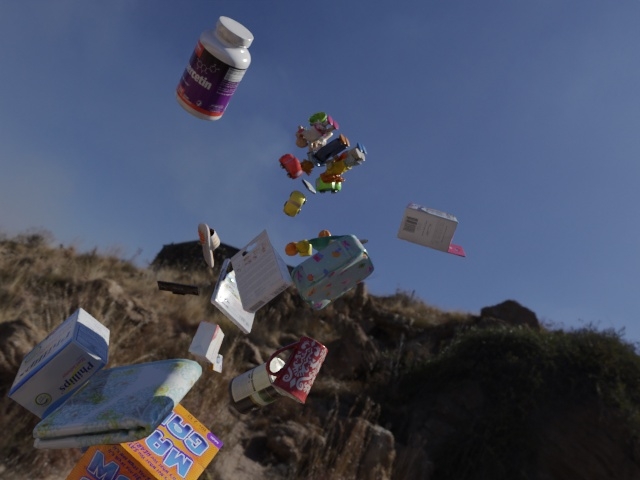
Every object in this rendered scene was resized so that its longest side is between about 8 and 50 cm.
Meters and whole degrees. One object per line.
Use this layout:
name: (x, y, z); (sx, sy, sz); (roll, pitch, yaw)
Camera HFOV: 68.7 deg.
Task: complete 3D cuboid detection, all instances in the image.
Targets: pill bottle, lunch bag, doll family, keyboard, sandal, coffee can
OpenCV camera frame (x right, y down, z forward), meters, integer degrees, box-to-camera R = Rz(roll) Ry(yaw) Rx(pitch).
pill bottle: (-0.361, -0.587, 1.609); (0.181, 0.181, 0.323); (34, -58, -8)
lunch bag: (0.042, 0.115, 1.615); (0.108, 0.279, 0.224); (57, 1, 30)
doll family: (0.026, -0.251, 1.430); (0.163, 0.118, 0.263); (-29, -35, 26)
keyboard: (-0.628, 0.213, 2.077); (0.180, 0.023, 0.108); (10, -34, -5)
sandal: (-0.528, 0.013, 2.255); (0.102, 0.076, 0.265); (42, -36, 36)
coffee can: (-0.310, 0.758, 2.438); (0.275, 0.201, 0.201); (-30, -52, 18)

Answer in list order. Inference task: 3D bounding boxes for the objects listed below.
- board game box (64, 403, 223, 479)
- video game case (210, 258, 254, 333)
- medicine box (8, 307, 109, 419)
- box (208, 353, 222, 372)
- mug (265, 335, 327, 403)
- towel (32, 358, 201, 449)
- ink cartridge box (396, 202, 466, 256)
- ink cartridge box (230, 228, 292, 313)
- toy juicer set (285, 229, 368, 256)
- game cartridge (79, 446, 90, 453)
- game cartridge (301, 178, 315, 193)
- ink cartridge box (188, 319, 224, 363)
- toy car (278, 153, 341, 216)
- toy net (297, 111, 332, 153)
board game box: (-0.665, 0.854, 1.759); (0.356, 0.356, 0.356); (40, 13, 5)
video game case: (-0.324, 0.216, 1.817); (0.026, 0.206, 0.227); (-17, -49, 25)
medicine box: (-0.892, 0.416, 1.626); (0.149, 0.263, 0.289); (50, -8, -24)
box: (-0.497, 0.581, 2.222); (0.028, 0.081, 0.136); (-1, -23, 4)
mug: (-0.065, 0.369, 1.379); (0.113, 0.169, 0.150); (9, -31, 43)
towel: (-0.571, 0.468, 1.351); (0.374, 0.320, 0.090); (-11, -76, 12)
ink cartridge box: (0.464, -0.049, 1.888); (0.272, 0.130, 0.309); (18, 11, 10)
ink cartridge box: (-0.201, 0.101, 1.550); (0.056, 0.181, 0.224); (34, 25, -45)
toy juicer set: (0.000, 0.000, 1.900); (0.329, 0.089, 0.209); (-11, -8, 32)
game cartridge: (-0.916, 0.766, 2.101); (0.068, 0.355, 0.230); (-39, -109, 48)
game cartridge: (-0.053, -0.247, 2.145); (0.056, 0.017, 0.083); (34, 17, -47)
ink cartridge box: (-0.402, 0.369, 1.678); (0.067, 0.115, 0.198); (17, -23, 4)
toy car: (-0.030, -0.207, 1.684); (0.225, 0.239, 0.053); (-2, -12, -13)
toy net: (-0.018, -0.351, 1.581); (0.122, 0.232, 0.045); (-19, -48, 5)
